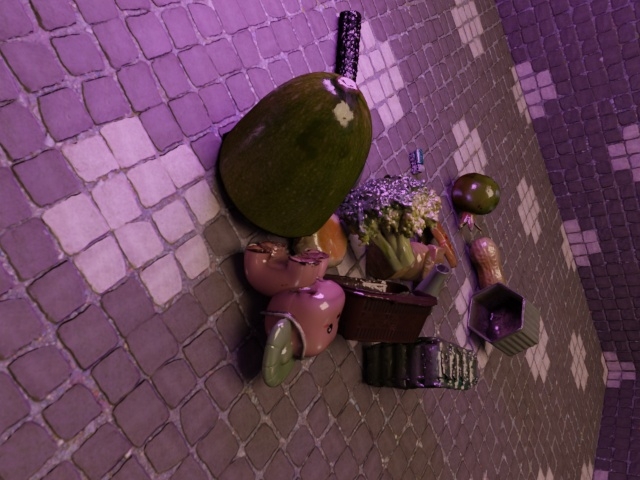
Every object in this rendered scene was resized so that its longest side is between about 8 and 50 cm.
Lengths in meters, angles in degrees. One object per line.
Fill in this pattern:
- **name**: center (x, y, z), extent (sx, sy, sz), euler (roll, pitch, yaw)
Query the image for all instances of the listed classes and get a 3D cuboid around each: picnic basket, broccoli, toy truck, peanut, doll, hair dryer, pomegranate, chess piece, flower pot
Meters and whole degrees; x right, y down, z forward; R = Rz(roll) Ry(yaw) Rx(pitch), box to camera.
- **picnic basket**: center (0.124, 0.170, 1.255), extent (0.296, 0.222, 0.129), euler (10, 94, -34)
- **broccoli**: center (0.181, -0.045, 1.300), extent (0.262, 0.247, 0.244), euler (-27, 106, -25)
- **toy truck**: center (0.334, -0.270, 1.727), extent (0.039, 0.044, 0.084), euler (4, 79, -46)
- **peanut**: center (0.660, 0.113, 1.986), extent (0.125, 0.111, 0.275), euler (-87, 161, -74)
- **doll**: center (-0.062, 0.152, 1.081), extent (0.284, 0.216, 0.269), euler (-19, 119, -68)
- **hair dryer**: center (0.260, 0.158, 1.427), extent (0.267, 0.229, 0.092), euler (3, 39, -49)
- **pomegranate**: center (0.580, -0.145, 1.909), extent (0.181, 0.181, 0.225), euler (17, 91, -47)
- **chess piece**: center (0.276, 0.067, 1.500), extent (0.300, 0.137, 0.138), euler (13, 72, -45)
- **flower pot**: center (0.692, 0.298, 1.890), extent (0.189, 0.209, 0.240), euler (35, 60, -40)

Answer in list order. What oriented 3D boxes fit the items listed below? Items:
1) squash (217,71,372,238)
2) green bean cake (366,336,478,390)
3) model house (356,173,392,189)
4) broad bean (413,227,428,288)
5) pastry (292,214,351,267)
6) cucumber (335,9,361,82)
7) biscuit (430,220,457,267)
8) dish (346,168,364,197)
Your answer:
- **squash**: center (-0.013, -0.186, 1.031), extent (0.310, 0.308, 0.311), euler (10, 70, -30)
- **green bean cake**: center (0.280, 0.345, 1.371), extent (0.255, 0.241, 0.132), euler (21, 61, -45)
- **model house**: center (0.169, -0.096, 1.442), extent (0.088, 0.117, 0.167), euler (-11, 70, -26)
- **broad bean**: center (0.328, 0.075, 1.644), extent (0.060, 0.043, 0.298), euler (40, 52, -50)
- **pastry**: center (0.000, 0.000, 1.235), extent (0.165, 0.088, 0.166), euler (18, 66, -46)
- **cucumber**: center (0.078, -0.541, 1.466), extent (0.072, 0.072, 0.301), euler (25, 63, -44)
- **biscuit**: center (0.399, -0.015, 1.668), extent (0.212, 0.041, 0.239), euler (39, 24, -58)
- **dish**: center (0.043, -0.260, 1.331), extent (0.316, 0.106, 0.317), euler (15, 70, -47)
